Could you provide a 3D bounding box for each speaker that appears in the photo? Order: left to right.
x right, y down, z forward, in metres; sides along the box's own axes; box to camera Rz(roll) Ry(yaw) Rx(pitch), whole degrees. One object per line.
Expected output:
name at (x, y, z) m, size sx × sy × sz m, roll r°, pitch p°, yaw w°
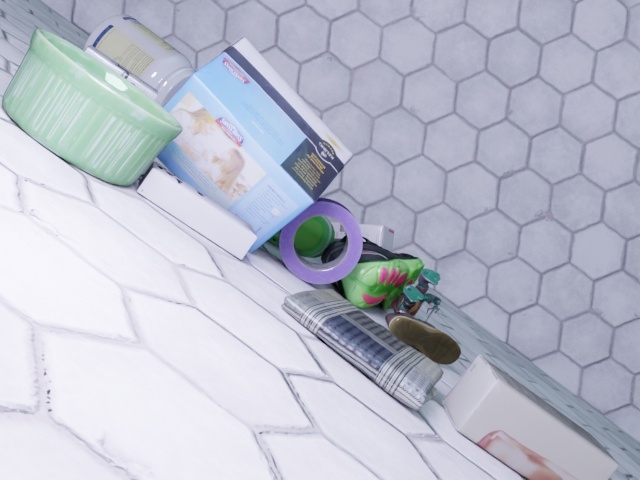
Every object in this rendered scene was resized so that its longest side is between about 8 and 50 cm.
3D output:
speaker at (-0.091, -0.053, 1.995) m, size 0.296 × 0.131 × 0.131 m, roll 30°, pitch 9°, yaw -48°

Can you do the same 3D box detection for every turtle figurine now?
turtle figurine at (0.246, 0.182, 2.089) m, size 0.118 × 0.175 × 0.234 m, roll 19°, pitch -37°, yaw 12°

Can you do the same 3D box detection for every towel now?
towel at (0.088, 0.201, 1.523) m, size 0.312 × 0.056 × 0.324 m, roll 35°, pitch 8°, yaw 13°

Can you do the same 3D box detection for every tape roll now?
tape roll at (0.000, 0.000, 1.820) m, size 0.189 × 0.189 × 0.080 m, roll 36°, pitch 7°, yaw -8°

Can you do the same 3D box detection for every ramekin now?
ramekin at (-0.416, -0.231, 1.444) m, size 0.303 × 0.148 × 0.303 m, roll 36°, pitch 7°, yaw -5°

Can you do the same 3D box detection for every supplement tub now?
supplement tub at (-0.543, -0.515, 2.458) m, size 0.325 × 0.235 × 0.235 m, roll 38°, pitch 6°, yaw 15°

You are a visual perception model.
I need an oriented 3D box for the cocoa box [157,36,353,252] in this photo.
cocoa box at (-0.153, -0.198, 1.676) m, size 0.347 × 0.231 × 0.228 m, roll 46°, pitch 39°, yaw -8°

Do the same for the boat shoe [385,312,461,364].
boat shoe at (0.253, 0.234, 1.978) m, size 0.224 × 0.080 × 0.073 m, roll 28°, pitch 14°, yaw -26°

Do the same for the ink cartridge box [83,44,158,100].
ink cartridge box at (-0.499, -0.345, 1.876) m, size 0.191 × 0.139 × 0.082 m, roll 33°, pitch 9°, yaw -21°

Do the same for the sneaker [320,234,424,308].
sneaker at (0.139, 0.066, 2.132) m, size 0.202 × 0.185 × 0.483 m, roll 42°, pitch 7°, yaw 17°

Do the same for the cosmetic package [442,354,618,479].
cosmetic package at (0.398, 0.370, 1.539) m, size 0.296 × 0.129 × 0.153 m, roll 36°, pitch 7°, yaw -7°

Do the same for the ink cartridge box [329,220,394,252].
ink cartridge box at (0.096, -0.003, 2.396) m, size 0.218 × 0.092 × 0.158 m, roll 6°, pitch -4°, yaw 18°

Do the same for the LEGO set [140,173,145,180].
LEGO set at (-0.340, -0.124, 1.642) m, size 0.054 × 0.023 × 0.083 m, roll 37°, pitch 6°, yaw 3°

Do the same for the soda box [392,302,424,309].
soda box at (0.205, 0.144, 2.411) m, size 0.216 × 0.074 × 0.069 m, roll 40°, pitch 8°, yaw 30°

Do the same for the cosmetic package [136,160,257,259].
cosmetic package at (-0.239, -0.060, 1.555) m, size 0.239 × 0.060 × 0.099 m, roll 34°, pitch 7°, yaw -17°
